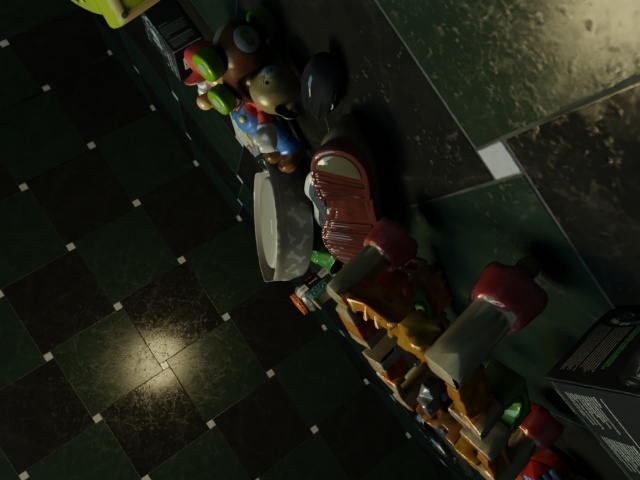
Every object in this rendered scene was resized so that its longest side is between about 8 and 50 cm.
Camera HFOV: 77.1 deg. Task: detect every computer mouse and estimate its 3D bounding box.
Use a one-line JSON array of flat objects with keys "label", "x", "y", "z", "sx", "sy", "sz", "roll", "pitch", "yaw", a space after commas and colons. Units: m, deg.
[{"label": "computer mouse", "x": 0.016, "y": -0.206, "z": 0.684, "sx": 0.041, "sy": 0.071, "sz": 0.242, "roll": 35, "pitch": 162, "yaw": 24}]

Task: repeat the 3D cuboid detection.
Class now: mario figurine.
[{"label": "mario figurine", "x": -0.180, "y": -0.273, "z": 0.875, "sx": 0.198, "sy": 0.170, "sz": 0.320, "roll": -7, "pitch": 140, "yaw": 37}]

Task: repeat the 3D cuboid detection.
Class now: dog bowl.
[{"label": "dog bowl", "x": -0.109, "y": -0.051, "z": 1.113, "sx": 0.349, "sy": 0.102, "sz": 0.349, "roll": 175, "pitch": 90, "yaw": -73}]

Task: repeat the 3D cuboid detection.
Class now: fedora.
[{"label": "fedora", "x": 0.370, "y": 0.518, "z": 1.197, "sx": 0.334, "sy": 0.152, "sz": 0.334, "roll": 48, "pitch": 166, "yaw": 16}]

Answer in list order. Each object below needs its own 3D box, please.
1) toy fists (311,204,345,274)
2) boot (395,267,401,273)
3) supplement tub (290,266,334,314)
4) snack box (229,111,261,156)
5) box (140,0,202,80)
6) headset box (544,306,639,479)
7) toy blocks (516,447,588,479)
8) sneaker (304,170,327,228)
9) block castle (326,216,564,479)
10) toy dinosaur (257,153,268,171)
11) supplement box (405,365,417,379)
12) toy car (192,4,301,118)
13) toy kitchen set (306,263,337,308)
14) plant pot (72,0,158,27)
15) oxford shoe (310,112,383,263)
[{"label": "toy fists", "x": 0.000, "y": 0.000, "z": 1.208, "sx": 0.142, "sy": 0.096, "sz": 0.279, "roll": 48, "pitch": 167, "yaw": 25}, {"label": "boot", "x": 0.162, "y": 0.113, "z": 1.006, "sx": 0.213, "sy": 0.077, "sz": 0.165, "roll": 60, "pitch": 163, "yaw": -21}, {"label": "supplement tub", "x": -0.015, "y": 0.188, "z": 1.531, "sx": 0.117, "sy": 0.190, "sz": 0.117, "roll": 48, "pitch": 165, "yaw": 17}, {"label": "snack box", "x": -0.223, "y": -0.330, "z": 1.211, "sx": 0.100, "sy": 0.037, "sz": 0.141, "roll": 50, "pitch": 166, "yaw": 15}, {"label": "box", "x": -0.403, "y": -0.557, "z": 1.103, "sx": 0.158, "sy": 0.093, "sz": 0.156, "roll": 54, "pitch": 167, "yaw": -3}, {"label": "headset box", "x": 0.386, "y": 0.177, "z": 0.312, "sx": 0.246, "sy": 0.131, "sz": 0.283, "roll": 51, "pitch": 167, "yaw": 6}, {"label": "toy blocks", "x": 0.484, "y": 0.545, "z": 0.913, "sx": 0.261, "sy": 0.190, "sz": 0.381, "roll": 60, "pitch": 169, "yaw": 15}, {"label": "sneaker", "x": 0.048, "y": -0.060, "z": 0.901, "sx": 0.163, "sy": 0.086, "sz": 0.226, "roll": 48, "pitch": 169, "yaw": 28}, {"label": "block castle", "x": 0.230, "y": 0.183, "z": 0.693, "sx": 0.303, "sy": 0.213, "sz": 0.453, "roll": 29, "pitch": 156, "yaw": 50}, {"label": "toy dinosaur", "x": -0.153, "y": -0.229, "z": 1.243, "sx": 0.082, "sy": 0.047, "sz": 0.090, "roll": 38, "pitch": 163, "yaw": -26}, {"label": "supplement box", "x": 0.353, "y": 0.502, "z": 1.421, "sx": 0.083, "sy": 0.056, "sz": 0.083, "roll": 55, "pitch": 166, "yaw": -12}, {"label": "toy car", "x": -0.087, "y": -0.276, "z": 0.686, "sx": 0.188, "sy": 0.155, "sz": 0.149, "roll": 36, "pitch": 162, "yaw": 20}, {"label": "toy kitchen set", "x": -0.017, "y": 0.099, "z": 1.364, "sx": 0.207, "sy": 0.166, "sz": 0.122, "roll": 36, "pitch": 160, "yaw": 48}, {"label": "plant pot", "x": -0.446, "y": -0.612, "z": 0.843, "sx": 0.207, "sy": 0.228, "sz": 0.227, "roll": 42, "pitch": 165, "yaw": 8}, {"label": "oxford shoe", "x": 0.070, "y": -0.074, "z": 0.758, "sx": 0.123, "sy": 0.130, "sz": 0.348, "roll": 9, "pitch": 146, "yaw": 13}]
